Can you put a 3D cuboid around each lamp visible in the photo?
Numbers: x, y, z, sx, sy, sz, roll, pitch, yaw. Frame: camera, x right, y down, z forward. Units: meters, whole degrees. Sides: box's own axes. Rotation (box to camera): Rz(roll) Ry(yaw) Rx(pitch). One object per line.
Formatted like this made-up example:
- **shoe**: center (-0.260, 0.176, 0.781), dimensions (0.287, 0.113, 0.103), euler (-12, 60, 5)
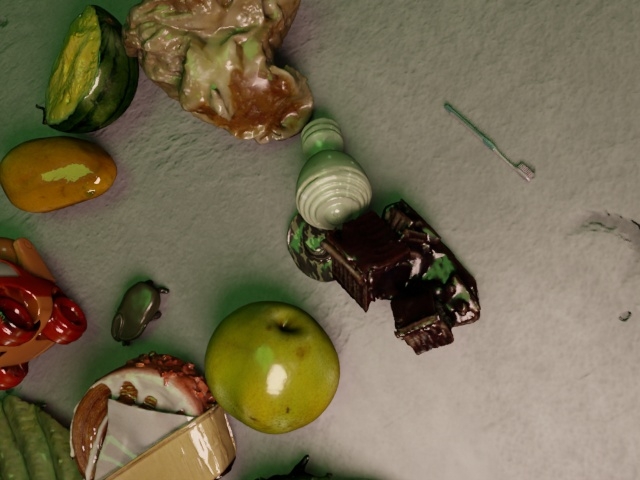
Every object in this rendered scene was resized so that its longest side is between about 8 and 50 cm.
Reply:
- **lamp**: center (0.011, -0.095, 0.844), dimensions (0.106, 0.106, 0.193), euler (-24, 43, 12)

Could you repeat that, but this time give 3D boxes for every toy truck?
- **toy truck**: center (-0.516, 0.096, 0.920), dimensions (0.189, 0.265, 0.239), euler (-37, 79, 6)

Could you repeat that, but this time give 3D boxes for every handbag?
- **handbag**: center (-0.293, 0.115, 0.944), dimensions (0.072, 0.047, 0.111), euler (27, 87, 18)

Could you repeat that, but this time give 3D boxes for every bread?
- **bread**: center (-0.239, 0.271, 0.846), dimensions (0.224, 0.142, 0.212), euler (-34, 83, 8)

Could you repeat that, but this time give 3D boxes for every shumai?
- **shumai**: center (-0.142, -0.266, 0.931), dimensions (0.314, 0.267, 0.263), euler (-15, 100, 35)

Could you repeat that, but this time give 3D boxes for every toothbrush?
- **toothbrush**: center (0.236, -0.141, 0.842), dimensions (0.014, 0.011, 0.167), euler (-42, 67, 0)

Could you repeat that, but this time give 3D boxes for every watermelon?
- **watermelon**: center (-0.388, -0.275, 1.027), dimensions (0.204, 0.127, 0.232), euler (48, 114, 41)

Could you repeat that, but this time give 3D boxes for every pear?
- **pear**: center (-0.071, 0.186, 0.800), dimensions (0.180, 0.166, 0.216), euler (27, 117, 11)

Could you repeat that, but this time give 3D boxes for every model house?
- **model house**: center (0.108, 0.043, 0.762), dimensions (0.203, 0.164, 0.141), euler (43, 98, 21)

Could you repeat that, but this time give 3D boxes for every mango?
- **mango**: center (-0.450, -0.111, 1.024), dimensions (0.227, 0.109, 0.147), euler (7, 55, 21)

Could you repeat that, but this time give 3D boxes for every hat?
- **hat**: center (0.000, 0.000, 0.869), dimensions (0.121, 0.050, 0.121), euler (-3, 78, 16)

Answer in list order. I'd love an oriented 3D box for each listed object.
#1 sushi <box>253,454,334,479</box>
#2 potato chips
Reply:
- **sushi**: center (-0.029, 0.352, 0.752), dimensions (0.287, 0.140, 0.149), euler (-28, 106, 11)
- **potato chips**: center (-0.527, 0.427, 0.913), dimensions (0.389, 0.097, 0.373), euler (23, 85, 29)
